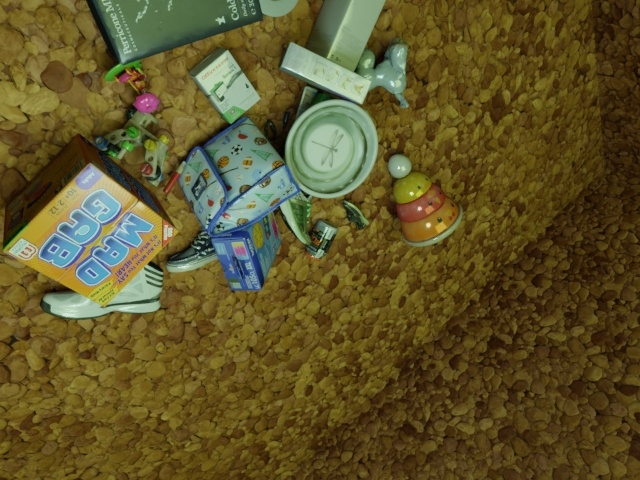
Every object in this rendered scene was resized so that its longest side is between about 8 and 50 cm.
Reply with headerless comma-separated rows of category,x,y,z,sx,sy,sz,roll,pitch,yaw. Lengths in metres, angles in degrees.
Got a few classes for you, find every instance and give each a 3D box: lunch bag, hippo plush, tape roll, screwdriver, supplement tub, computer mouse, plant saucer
lunch bag,-0.333,-0.232,1.727,0.385,0.328,0.239,-35,150,-2
hippo plush,0.248,-0.723,1.974,0.236,0.234,0.295,-3,104,2
tape roll,-0.179,-0.928,1.630,0.219,0.072,0.219,-15,122,-26
screwdriver,-0.163,-0.467,1.940,0.024,0.025,0.170,1,123,-34
supplement tub,0.000,0.000,2.238,0.116,0.117,0.191,18,104,-38
computer mouse,-0.165,-0.399,1.927,0.071,0.041,0.242,-39,118,-16
plant saucer,0.036,-0.375,1.846,0.399,0.100,0.401,-9,118,-18

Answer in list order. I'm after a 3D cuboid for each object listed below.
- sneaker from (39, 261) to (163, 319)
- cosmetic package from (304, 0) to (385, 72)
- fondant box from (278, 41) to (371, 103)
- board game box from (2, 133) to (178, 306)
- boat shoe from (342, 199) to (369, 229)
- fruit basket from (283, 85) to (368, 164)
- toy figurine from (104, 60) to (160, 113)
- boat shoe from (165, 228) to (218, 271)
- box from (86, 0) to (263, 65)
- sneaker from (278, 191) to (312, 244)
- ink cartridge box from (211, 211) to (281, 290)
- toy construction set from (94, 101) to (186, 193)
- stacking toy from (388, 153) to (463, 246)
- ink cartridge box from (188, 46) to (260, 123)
sneaker,-0.834,0.154,1.773,0.447,0.169,0.258,2,109,-43
cosmetic package,0.100,-0.865,1.768,0.155,0.197,0.366,16,107,-38
fondant box,0.009,-0.635,1.736,0.330,0.238,0.096,20,105,-14
board game box,-0.776,-0.074,1.533,0.356,0.356,0.356,-46,131,-3
boat shoe,0.172,-0.123,2.305,0.073,0.080,0.223,-53,135,-3
fruit basket,0.029,-0.433,1.938,0.326,0.165,0.354,14,93,-27
toy figurine,-0.600,-0.499,1.505,0.130,0.173,0.159,-30,105,12
boat shoe,-0.503,0.011,1.928,0.340,0.127,0.158,-21,119,-32
box,-0.486,-0.845,1.338,0.471,0.297,0.480,-26,127,-16
sneaker,-0.090,-0.144,2.059,0.182,0.158,0.411,-32,133,-7
ink cartridge box,-0.304,0.022,1.876,0.151,0.396,0.270,-2,126,16
toy construction set,-0.597,-0.341,1.609,0.237,0.257,0.309,-59,145,-9
stacking toy,0.486,-0.236,2.348,0.350,0.350,0.480,-41,114,-7
ink cartridge box,-0.357,-0.580,1.696,0.160,0.092,0.219,-43,131,-6
